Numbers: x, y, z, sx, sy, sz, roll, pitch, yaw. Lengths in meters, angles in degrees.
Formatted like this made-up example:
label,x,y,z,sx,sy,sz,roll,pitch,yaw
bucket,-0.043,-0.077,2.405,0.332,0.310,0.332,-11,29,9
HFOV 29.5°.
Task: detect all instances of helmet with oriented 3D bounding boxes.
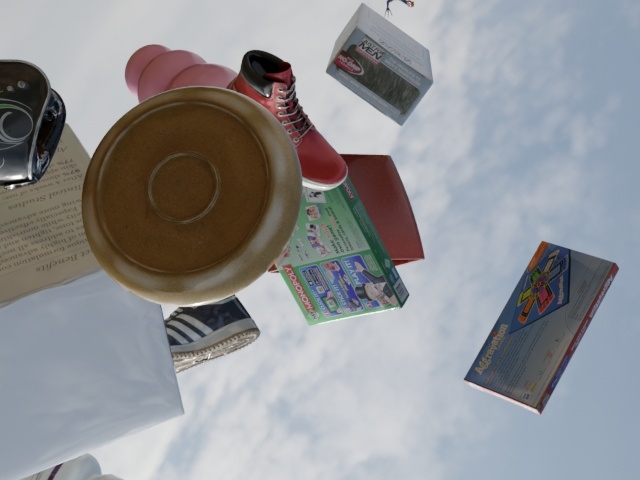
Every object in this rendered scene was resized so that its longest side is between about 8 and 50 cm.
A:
label,x,y,z,sx,sy,sz,roll,pitch,yaw
helmet,-0.389,-0.150,1.412,0.169,0.162,0.169,-164,-90,-89

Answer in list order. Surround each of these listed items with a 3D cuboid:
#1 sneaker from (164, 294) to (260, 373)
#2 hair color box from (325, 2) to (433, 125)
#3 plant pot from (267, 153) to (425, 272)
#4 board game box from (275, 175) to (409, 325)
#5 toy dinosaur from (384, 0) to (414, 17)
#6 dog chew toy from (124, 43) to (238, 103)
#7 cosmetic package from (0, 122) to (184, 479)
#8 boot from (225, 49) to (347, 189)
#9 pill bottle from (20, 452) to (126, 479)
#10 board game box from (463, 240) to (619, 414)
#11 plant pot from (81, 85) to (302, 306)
label,x,y,z,sx,sy,sz,roll,pitch,yaw
sneaker,-0.264,0.155,2.220,0.153,0.282,0.099,61,-31,21
hair color box,0.124,-0.368,2.492,0.113,0.185,0.374,-54,-172,16
plant pot,0.047,-0.059,2.641,0.267,0.267,0.235,163,-74,-66
board game box,0.000,0.000,2.200,0.214,0.317,0.046,-13,-155,36
toy dinosaur,0.126,-0.430,2.085,0.047,0.082,0.090,134,-25,-69
dog chew toy,-0.294,-0.312,2.596,0.332,0.206,0.206,37,-88,31
cosmetic package,-0.441,0.089,1.829,0.329,0.327,0.393,-20,-140,-16
boot,-0.041,-0.192,1.935,0.088,0.244,0.176,-52,-178,-31
pill bottle,-0.493,0.432,2.144,0.169,0.302,0.169,18,90,-76
board game box,0.363,0.138,2.003,0.145,0.027,0.281,20,-109,38
plant pot,-0.136,-0.051,1.235,0.236,0.236,0.032,-57,163,-6
